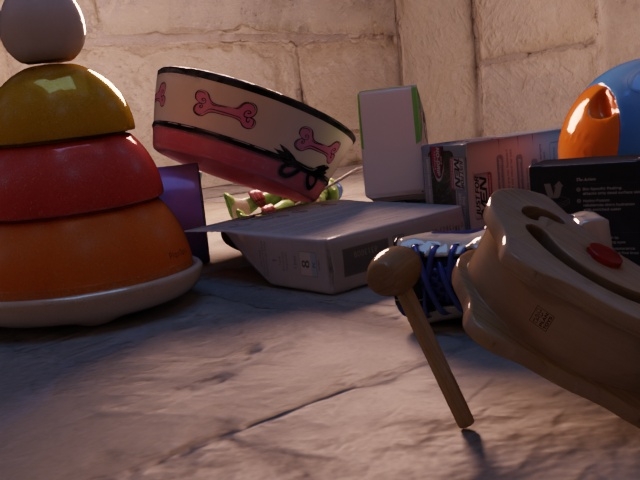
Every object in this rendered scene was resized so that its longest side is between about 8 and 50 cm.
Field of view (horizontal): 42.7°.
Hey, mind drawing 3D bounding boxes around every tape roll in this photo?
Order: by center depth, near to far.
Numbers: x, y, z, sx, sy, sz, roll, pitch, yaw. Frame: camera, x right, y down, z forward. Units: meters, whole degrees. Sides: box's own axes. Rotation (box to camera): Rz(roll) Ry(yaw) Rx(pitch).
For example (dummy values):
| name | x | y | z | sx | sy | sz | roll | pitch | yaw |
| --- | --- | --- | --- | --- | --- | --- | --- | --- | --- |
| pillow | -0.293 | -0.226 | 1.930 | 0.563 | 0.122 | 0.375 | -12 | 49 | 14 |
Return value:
| name | x | y | z | sx | sy | sz | roll | pitch | yaw |
| --- | --- | --- | --- | --- | --- | --- | --- | --- | --- |
| tape roll | -0.259 | -0.049 | 1.544 | 0.080 | 0.189 | 0.189 | -8 | 9 | -7 |

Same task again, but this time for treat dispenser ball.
| name | x | y | z | sx | sy | sz | roll | pitch | yaw |
| --- | --- | --- | --- | --- | --- | --- | --- | --- | --- |
| treat dispenser ball | 0.522 | -0.141 | 1.283 | 0.288 | 0.288 | 0.288 | -6 | 9 | 1 |

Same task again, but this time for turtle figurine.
| name | x | y | z | sx | sy | sz | roll | pitch | yaw |
| --- | --- | --- | --- | --- | --- | --- | --- | --- | --- |
| turtle figurine | -0.077 | -0.131 | 1.832 | 0.266 | 0.198 | 0.275 | -23 | -18 | -16 |

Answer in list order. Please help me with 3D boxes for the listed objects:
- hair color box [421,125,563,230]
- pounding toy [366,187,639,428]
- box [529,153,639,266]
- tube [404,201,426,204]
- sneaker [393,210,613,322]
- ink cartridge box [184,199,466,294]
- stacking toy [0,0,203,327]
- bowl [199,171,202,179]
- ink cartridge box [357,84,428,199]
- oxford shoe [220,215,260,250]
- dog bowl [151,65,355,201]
| name | x | y | z | sx | sy | sz | roll | pitch | yaw |
| --- | --- | --- | --- | --- | --- | --- | --- | --- | --- |
| hair color box | 0.360 | -0.101 | 1.473 | 0.374 | 0.186 | 0.113 | -12 | 11 | -35 |
| pounding toy | 0.173 | 0.064 | 0.660 | 0.269 | 0.155 | 0.154 | 27 | 28 | 9 |
| box | 0.373 | -0.033 | 1.105 | 0.155 | 0.158 | 0.093 | 0 | 10 | 29 |
| tube | 0.205 | -0.057 | 1.625 | 0.080 | 0.052 | 0.207 | 6 | 12 | 43 |
| sneaker | 0.181 | 0.045 | 0.904 | 0.182 | 0.128 | 0.315 | -11 | 2 | -10 |
| ink cartridge box | 0.000 | 0.000 | 1.378 | 0.308 | 0.091 | 0.385 | -15 | 12 | -40 |
| stacking toy | -0.369 | -0.132 | 1.191 | 0.350 | 0.480 | 0.350 | -6 | 8 | 1 |
| bowl | -0.400 | -0.055 | 1.767 | 0.311 | 0.163 | 0.311 | -5 | 8 | 1 |
| ink cartridge box | 0.150 | -0.173 | 1.588 | 0.114 | 0.199 | 0.273 | -6 | -2 | 11 |
| oxford shoe | -0.083 | -0.006 | 1.561 | 0.212 | 0.076 | 0.076 | 4 | 1 | -2 |
| dog bowl | -0.146 | -0.195 | 1.607 | 0.407 | 0.150 | 0.408 | 18 | -3 | 1 |
